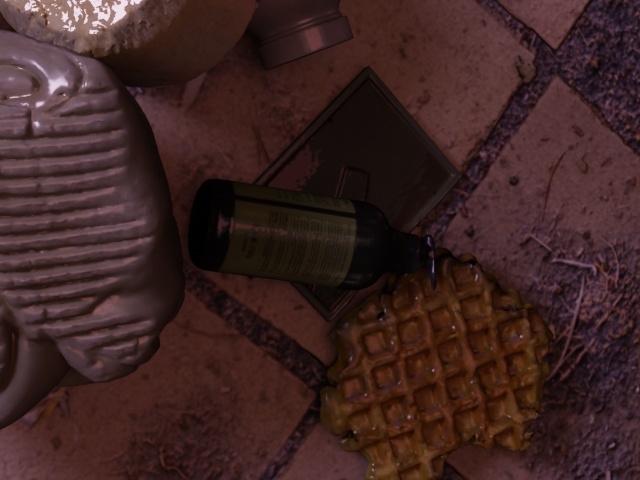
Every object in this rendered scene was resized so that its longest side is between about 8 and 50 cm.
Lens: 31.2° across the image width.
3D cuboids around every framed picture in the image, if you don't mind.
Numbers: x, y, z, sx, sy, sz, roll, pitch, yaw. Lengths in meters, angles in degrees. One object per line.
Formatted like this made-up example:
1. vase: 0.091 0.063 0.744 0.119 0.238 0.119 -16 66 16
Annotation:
1. framed picture: 0.032 -0.055 1.344 0.184 0.016 0.250 46 76 -15

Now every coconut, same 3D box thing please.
1. coconut: -0.182 -0.270 1.132 0.239 0.244 0.239 1 93 17

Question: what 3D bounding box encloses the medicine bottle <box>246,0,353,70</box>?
1. medicine bottle: -0.055 -0.321 1.247 0.131 0.131 0.250 -23 99 -19

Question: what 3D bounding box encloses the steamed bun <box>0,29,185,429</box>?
1. steamed bun: -0.310 -0.025 1.088 0.342 0.255 0.368 -6 111 -17

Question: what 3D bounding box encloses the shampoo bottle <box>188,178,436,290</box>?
1. shampoo bottle: 0.000 0.000 1.269 0.283 0.101 0.101 8 88 -21

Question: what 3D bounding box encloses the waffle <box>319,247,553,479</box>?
1. waffle: 0.144 0.164 1.367 0.300 0.058 0.282 -42 103 -14
